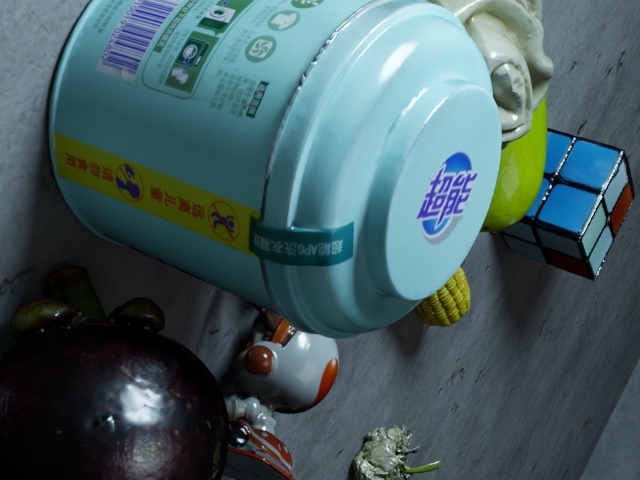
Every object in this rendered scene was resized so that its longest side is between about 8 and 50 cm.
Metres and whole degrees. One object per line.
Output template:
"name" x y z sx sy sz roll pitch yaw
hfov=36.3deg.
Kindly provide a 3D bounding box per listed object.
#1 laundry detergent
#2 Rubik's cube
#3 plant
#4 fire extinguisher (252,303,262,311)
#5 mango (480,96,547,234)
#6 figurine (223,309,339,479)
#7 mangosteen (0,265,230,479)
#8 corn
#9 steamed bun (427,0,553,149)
"laundry detergent" -0.022 -0.082 0.836 0.287 0.305 0.287 -35 136 -43
"Rubik's cube" 0.413 -0.064 1.653 0.183 0.167 0.180 -59 148 -14
"plant" 0.117 0.343 1.491 0.116 0.122 0.104 -61 160 -26
"fire extinguisher" 0.000 0.000 1.132 0.267 0.072 0.089 -25 95 -49
"mango" 0.245 -0.154 1.374 0.175 0.143 0.293 3 95 -51
"figurine" -0.049 0.154 1.109 0.226 0.160 0.183 -67 151 -21
"mangosteen" -0.193 0.143 0.822 0.228 0.228 0.265 30 44 -59
"corn" 0.150 0.038 1.381 0.093 0.093 0.244 -56 145 -20
"steamed bun" 0.157 -0.211 1.117 0.324 0.219 0.310 -46 143 -33
